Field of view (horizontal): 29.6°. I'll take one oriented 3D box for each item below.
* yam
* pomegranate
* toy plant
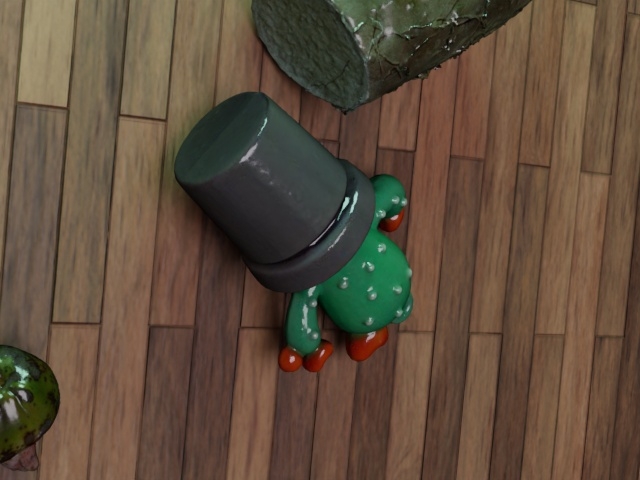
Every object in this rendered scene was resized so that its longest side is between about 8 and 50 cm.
[{"bbox_3d":[0.103,-0.329,1.504,0.348,0.241,0.241,-36,112,-20],"label":"yam"},{"bbox_3d":[-0.344,0.196,1.329,0.138,0.125,0.163,-44,116,-35],"label":"pomegranate"},{"bbox_3d":[0.003,-0.011,1.501,0.400,0.185,0.280,46,42,-34],"label":"toy plant"}]
